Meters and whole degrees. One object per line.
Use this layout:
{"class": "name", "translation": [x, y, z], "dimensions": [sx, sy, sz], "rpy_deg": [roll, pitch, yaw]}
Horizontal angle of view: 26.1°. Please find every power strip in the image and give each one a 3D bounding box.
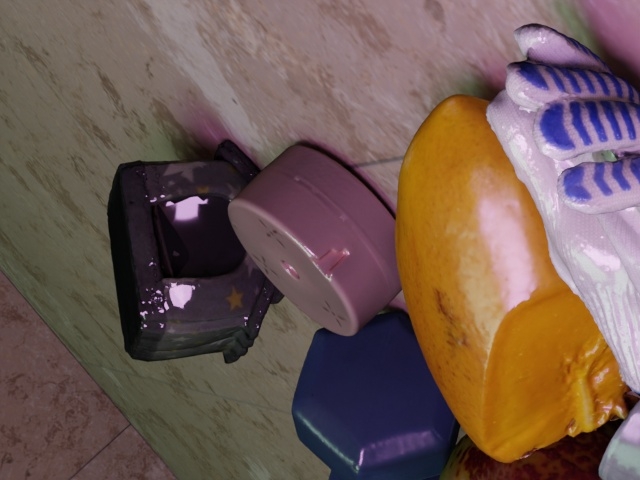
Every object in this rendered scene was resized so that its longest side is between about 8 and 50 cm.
{"class": "power strip", "translation": [0.000, 0.000, 1.126], "dimensions": [0.154, 0.078, 0.154], "rpy_deg": [41, 163, 15]}

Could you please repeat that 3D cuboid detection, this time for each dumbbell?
{"class": "dumbbell", "translation": [0.064, 0.201, 1.292], "dimensions": [0.160, 0.144, 0.325], "rpy_deg": [41, 161, 26]}

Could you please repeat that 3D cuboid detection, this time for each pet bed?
{"class": "pet bed", "translation": [-0.108, 0.020, 1.299], "dimensions": [0.211, 0.159, 0.183], "rpy_deg": [128, 134, -70]}

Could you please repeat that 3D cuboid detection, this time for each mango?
{"class": "mango", "translation": [0.115, 0.025, 0.850], "dimensions": [0.154, 0.126, 0.252], "rpy_deg": [-125, 12, -62]}

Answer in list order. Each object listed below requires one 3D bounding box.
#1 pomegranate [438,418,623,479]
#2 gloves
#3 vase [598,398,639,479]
{"class": "pomegranate", "translation": [0.141, 0.224, 1.014], "dimensions": [0.214, 0.248, 0.214], "rpy_deg": [171, 90, -72]}
{"class": "gloves", "translation": [0.157, -0.016, 0.719], "dimensions": [0.119, 0.097, 0.229], "rpy_deg": [1, 133, 49]}
{"class": "vase", "translation": [0.283, 0.169, 0.823], "dimensions": [0.219, 0.096, 0.096], "rpy_deg": [36, 158, 24]}
